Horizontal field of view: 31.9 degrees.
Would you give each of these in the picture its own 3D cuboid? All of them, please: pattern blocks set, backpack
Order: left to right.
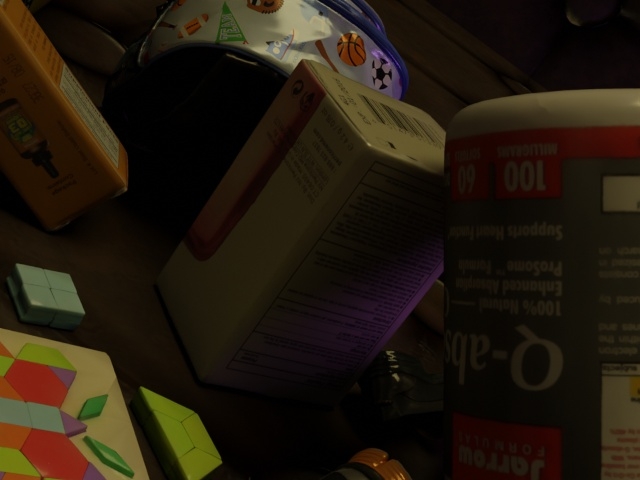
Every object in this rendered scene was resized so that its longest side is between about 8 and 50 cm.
[{"bbox_3d":[-0.176,0.114,0.668,0.285,0.026,0.325,8,34,-50],"label":"pattern blocks set"},{"bbox_3d":[-0.047,-0.140,1.033,0.276,0.213,0.263,27,-17,-21],"label":"backpack"}]

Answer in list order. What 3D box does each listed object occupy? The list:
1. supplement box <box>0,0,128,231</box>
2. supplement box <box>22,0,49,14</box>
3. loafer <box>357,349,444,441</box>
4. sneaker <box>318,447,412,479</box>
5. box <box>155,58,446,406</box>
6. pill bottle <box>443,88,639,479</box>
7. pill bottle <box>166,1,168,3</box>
[{"bbox_3d":[-0.241,-0.124,0.861,0.233,0.078,0.080,59,6,-26],"label":"supplement box"},{"bbox_3d":[-0.338,-0.388,1.226,0.195,0.194,0.356,32,22,-11],"label":"supplement box"},{"bbox_3d":[0.095,0.148,0.980,0.170,0.062,0.061,20,52,-39],"label":"loafer"},{"bbox_3d":[0.052,0.237,0.707,0.083,0.084,0.215,-15,53,-32],"label":"sneaker"},{"bbox_3d":[0.000,0.000,0.883,0.148,0.232,0.127,18,28,-40],"label":"box"},{"bbox_3d":[0.187,0.092,0.747,0.210,0.363,0.210,0,-1,0],"label":"pill bottle"},{"bbox_3d":[-0.151,-0.259,1.420,0.065,0.065,0.116,10,33,-48],"label":"pill bottle"}]
